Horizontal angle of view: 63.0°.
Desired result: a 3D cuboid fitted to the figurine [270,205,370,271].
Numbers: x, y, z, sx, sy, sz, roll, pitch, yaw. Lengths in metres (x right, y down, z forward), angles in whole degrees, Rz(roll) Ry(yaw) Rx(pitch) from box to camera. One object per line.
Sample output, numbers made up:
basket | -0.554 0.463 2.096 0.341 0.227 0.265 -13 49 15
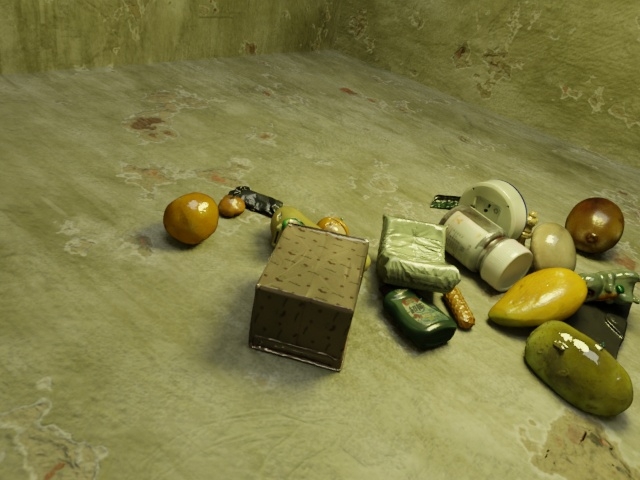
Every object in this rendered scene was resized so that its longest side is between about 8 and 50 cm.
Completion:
figurine | 0.000 0.000 1.518 0.325 0.124 0.222 26 31 13

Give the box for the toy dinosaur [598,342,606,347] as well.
toy dinosaur | 0.665 0.287 1.356 0.154 0.049 0.055 -9 42 -1

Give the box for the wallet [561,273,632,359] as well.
wallet | 0.788 0.221 1.525 0.197 0.051 0.378 29 37 25

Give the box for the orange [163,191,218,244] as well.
orange | -0.355 -0.059 1.452 0.159 0.159 0.136 -29 95 -47

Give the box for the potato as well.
potato | 0.621 0.289 1.254 0.160 0.111 0.271 -28 51 -19

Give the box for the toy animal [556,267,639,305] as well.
toy animal | 0.814 0.136 1.544 0.237 0.107 0.138 1 1 9

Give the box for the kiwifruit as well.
kiwifruit | 0.996 -0.052 1.902 0.196 0.195 0.234 23 33 15

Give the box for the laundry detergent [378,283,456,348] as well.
laundry detergent | 0.240 0.181 1.360 0.144 0.078 0.221 -7 35 -32

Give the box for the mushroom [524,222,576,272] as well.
mushroom | 0.705 0.047 1.666 0.204 0.204 0.204 10 32 -6

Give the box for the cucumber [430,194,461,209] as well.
cucumber | 0.520 -0.147 2.012 0.220 0.046 0.070 6 25 -12

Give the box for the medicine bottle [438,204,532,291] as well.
medicine bottle | 0.502 0.020 1.627 0.165 0.165 0.273 -9 39 -32

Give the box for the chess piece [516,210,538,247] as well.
chess piece | 0.680 -0.020 1.746 0.060 0.171 0.060 10 30 -6

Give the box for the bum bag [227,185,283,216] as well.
bum bag | -0.209 -0.133 1.707 0.198 0.049 0.087 21 37 10

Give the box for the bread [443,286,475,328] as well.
bread | 0.380 0.181 1.439 0.052 0.044 0.157 10 32 -17

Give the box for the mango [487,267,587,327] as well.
mango | 0.610 0.164 1.456 0.317 0.119 0.176 -20 28 -18

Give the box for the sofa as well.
sofa | 0.269 0.035 1.449 0.210 0.175 0.225 11 6 -1

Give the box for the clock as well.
clock | 0.572 -0.088 1.756 0.083 0.230 0.230 -12 40 -34

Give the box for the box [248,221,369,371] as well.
box | -0.019 0.120 1.252 0.225 0.190 0.297 14 31 4

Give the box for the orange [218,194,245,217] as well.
orange | -0.277 -0.110 1.633 0.086 0.062 0.086 9 35 -6
